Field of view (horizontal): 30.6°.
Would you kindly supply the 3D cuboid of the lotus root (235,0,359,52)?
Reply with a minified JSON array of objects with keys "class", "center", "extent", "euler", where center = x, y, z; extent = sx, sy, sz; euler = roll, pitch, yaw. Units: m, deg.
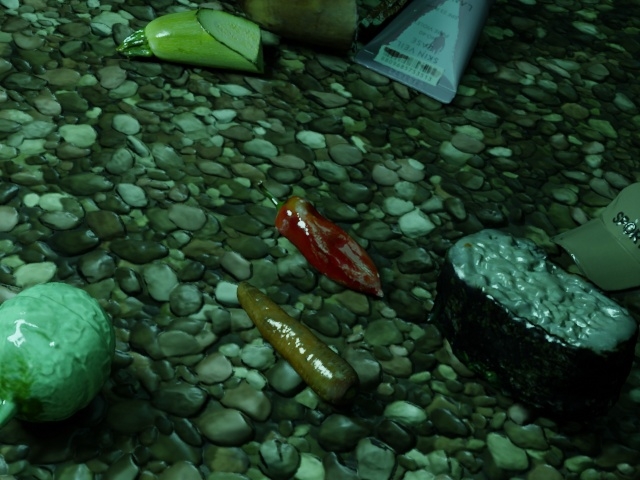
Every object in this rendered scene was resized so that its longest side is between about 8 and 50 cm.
[{"class":"lotus root","center":[-0.037,-0.393,1.621],"extent":[0.192,0.272,0.272],"euler":[4,40,-4]}]

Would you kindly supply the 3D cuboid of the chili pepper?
[{"class":"chili pepper","center":[0.000,0.000,1.312],"extent":[0.191,0.050,0.059],"euler":[42,42,12]}]

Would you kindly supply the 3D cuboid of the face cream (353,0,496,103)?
[{"class":"face cream","center":[0.173,-0.311,1.721],"extent":[0.154,0.096,0.274],"euler":[28,53,9]}]

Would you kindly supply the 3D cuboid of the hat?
[{"class":"hat","center":[0.369,-0.008,1.417],"extent":[0.175,0.085,0.147],"euler":[-14,49,-33]}]

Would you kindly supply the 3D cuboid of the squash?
[{"class":"squash","center":[-0.169,-0.267,1.550],"extent":[0.200,0.075,0.090],"euler":[1,67,-16]}]

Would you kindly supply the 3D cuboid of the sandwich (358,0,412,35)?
[{"class":"sandwich","center":[0.100,-0.340,1.735],"extent":[0.029,0.067,0.135],"euler":[45,54,0]}]

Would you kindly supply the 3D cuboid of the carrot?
[{"class":"carrot","center":[-0.031,0.101,1.191],"extent":[0.047,0.047,0.191],"euler":[-21,46,-37]}]

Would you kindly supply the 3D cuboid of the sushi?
[{"class":"sushi","center":[0.215,0.092,1.214],"extent":[0.124,0.127,0.225],"euler":[-24,47,-38]}]

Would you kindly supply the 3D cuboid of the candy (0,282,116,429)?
[{"class":"candy","center":[-0.304,0.202,0.951],"extent":[0.119,0.119,0.440],"euler":[22,48,8]}]
